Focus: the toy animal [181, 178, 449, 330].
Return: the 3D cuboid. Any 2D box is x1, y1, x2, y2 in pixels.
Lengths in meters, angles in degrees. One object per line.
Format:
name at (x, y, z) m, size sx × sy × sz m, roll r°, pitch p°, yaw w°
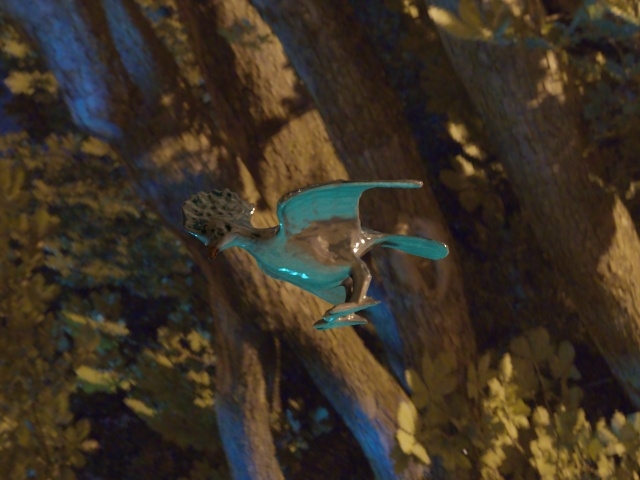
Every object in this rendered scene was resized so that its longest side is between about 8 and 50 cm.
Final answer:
toy animal at (0.000, 0.000, 1.136) m, size 0.255 × 0.239 × 0.176 m, roll -13°, pitch -110°, yaw -24°
